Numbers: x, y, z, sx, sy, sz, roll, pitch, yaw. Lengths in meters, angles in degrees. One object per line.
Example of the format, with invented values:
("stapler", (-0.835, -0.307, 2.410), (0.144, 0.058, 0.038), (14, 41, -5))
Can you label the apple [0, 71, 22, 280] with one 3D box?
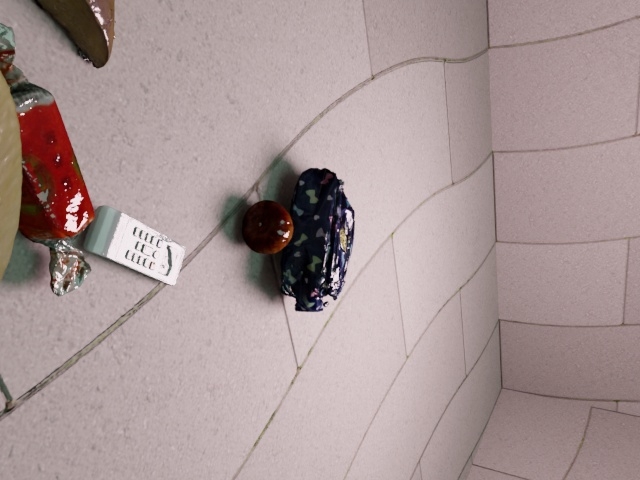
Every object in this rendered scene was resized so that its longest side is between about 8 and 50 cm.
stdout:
("apple", (-0.308, 0.028, 0.325), (0.312, 0.320, 0.360), (-18, 154, -29))

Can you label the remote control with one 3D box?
("remote control", (-0.237, 0.010, 0.757), (0.162, 0.029, 0.061), (42, 61, -60))

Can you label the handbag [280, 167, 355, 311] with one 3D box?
("handbag", (0.000, 0.000, 1.066), (0.162, 0.113, 0.260), (65, 32, -71))

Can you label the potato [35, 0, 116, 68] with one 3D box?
("potato", (-0.249, -0.281, 0.626), (0.172, 0.089, 0.100), (58, 44, -45))

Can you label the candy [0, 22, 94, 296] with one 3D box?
("candy", (-0.297, -0.076, 0.607), (0.086, 0.059, 0.292), (-45, 133, -49))

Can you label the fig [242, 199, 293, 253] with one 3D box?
("fig", (-0.082, -0.017, 0.981), (0.125, 0.089, 0.089), (31, 67, -78))
